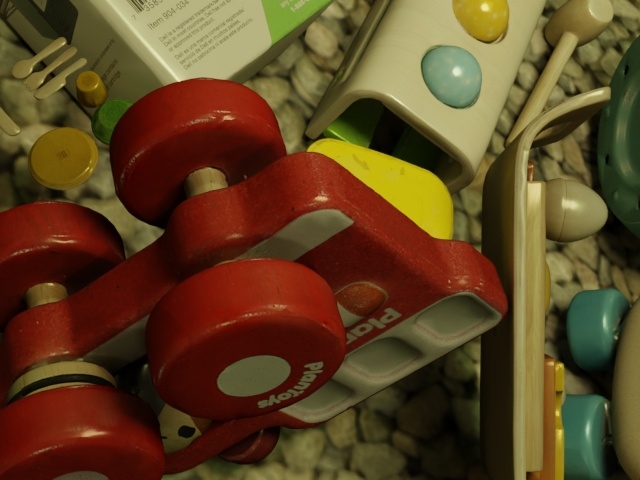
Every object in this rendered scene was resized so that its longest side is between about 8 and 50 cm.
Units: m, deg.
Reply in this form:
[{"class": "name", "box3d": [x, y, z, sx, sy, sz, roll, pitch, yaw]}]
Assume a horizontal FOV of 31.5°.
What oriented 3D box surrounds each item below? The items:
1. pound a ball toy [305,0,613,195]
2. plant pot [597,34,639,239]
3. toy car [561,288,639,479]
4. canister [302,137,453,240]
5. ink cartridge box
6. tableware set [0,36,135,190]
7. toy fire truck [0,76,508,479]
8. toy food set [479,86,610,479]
[{"class": "pound a ball toy", "box3d": [0.152, -0.170, 1.001, 0.208, 0.136, 0.319, 36, 56, -13]}, {"class": "plant pot", "box3d": [0.398, -0.092, 1.032, 0.235, 0.293, 0.293, 7, 65, -13]}, {"class": "toy car", "box3d": [0.344, 0.162, 0.965, 0.238, 0.219, 0.210, 50, 46, -40]}, {"class": "canister", "box3d": [0.000, 0.000, 0.812, 0.126, 0.170, 0.073, 16, 61, -24]}, {"class": "ink cartridge box", "box3d": [-0.146, -0.229, 0.859, 0.273, 0.115, 0.198, 49, 53, -4]}, {"class": "tableware set", "box3d": [-0.202, -0.064, 0.782, 0.154, 0.024, 0.104, -41, 72, -15]}, {"class": "toy fire truck", "box3d": [-0.061, 0.067, 0.687, 0.254, 0.302, 0.169, 34, 29, -46]}, {"class": "toy food set", "box3d": [0.170, 0.060, 0.809, 0.093, 0.220, 0.306, 0, 88, 3]}]
